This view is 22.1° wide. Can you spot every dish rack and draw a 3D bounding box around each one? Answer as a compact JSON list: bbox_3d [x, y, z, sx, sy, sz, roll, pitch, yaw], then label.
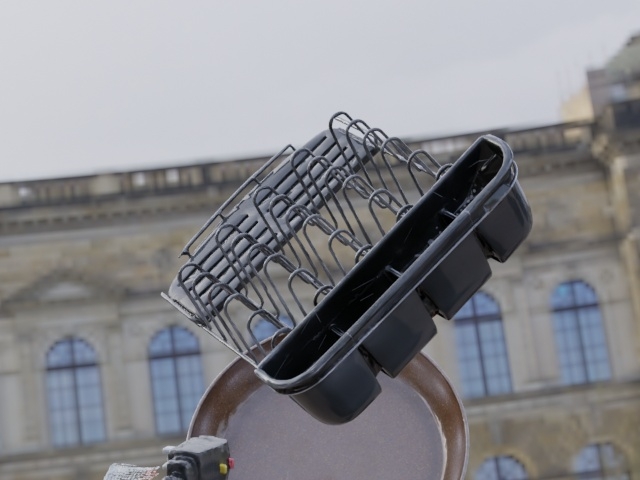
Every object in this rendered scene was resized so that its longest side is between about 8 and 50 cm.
[{"bbox_3d":[0.000,0.000,1.092,0.271,0.208,0.074,31,-18,54],"label":"dish rack"}]

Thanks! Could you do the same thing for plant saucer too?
[{"bbox_3d":[0.008,0.234,1.786,0.310,0.311,0.050,-8,-36,3],"label":"plant saucer"}]

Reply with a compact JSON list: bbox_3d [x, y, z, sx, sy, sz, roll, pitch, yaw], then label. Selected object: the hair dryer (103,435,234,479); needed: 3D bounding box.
[{"bbox_3d":[-0.180,0.228,1.044,0.223,0.080,0.293,-19,10,18],"label":"hair dryer"}]
